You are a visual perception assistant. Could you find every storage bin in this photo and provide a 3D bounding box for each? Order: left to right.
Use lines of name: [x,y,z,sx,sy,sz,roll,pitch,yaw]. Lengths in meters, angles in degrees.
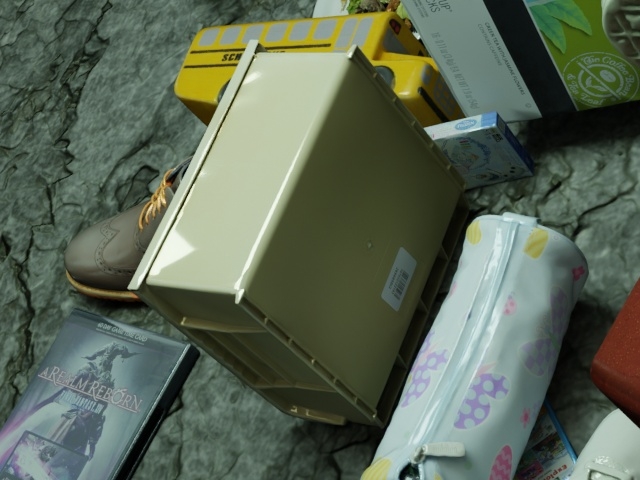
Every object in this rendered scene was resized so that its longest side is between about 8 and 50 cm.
storage bin: [0.000,0.000,1.226,0.123,0.260,0.262,4,61,39]

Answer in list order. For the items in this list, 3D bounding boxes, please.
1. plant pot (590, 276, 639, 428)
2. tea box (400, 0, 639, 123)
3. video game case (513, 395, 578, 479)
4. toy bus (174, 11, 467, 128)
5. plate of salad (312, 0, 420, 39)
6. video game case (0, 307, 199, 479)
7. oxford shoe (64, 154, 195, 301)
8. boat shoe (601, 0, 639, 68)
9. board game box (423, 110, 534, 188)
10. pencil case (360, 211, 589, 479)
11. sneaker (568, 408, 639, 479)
plant pot: [0.353,0.085,0.928,0.236,0.267,0.267,14,67,54]
tea box: [0.277,-0.310,1.252,0.323,0.220,0.329,-8,44,33]
video game case: [0.148,0.174,1.166,0.119,0.015,0.166,-32,45,11]
toy bus: [0.001,-0.166,1.458,0.333,0.108,0.130,2,61,37]
plate of salad: [0.072,-0.289,1.545,0.200,0.048,0.200,-19,49,23]
video game case: [-0.264,0.210,1.429,0.196,0.026,0.274,12,67,41]
oxford shoe: [-0.145,-0.033,1.446,0.364,0.133,0.130,-17,50,25]
boat shoe: [0.436,-0.118,0.903,0.500,0.187,0.156,24,69,1]
board game box: [0.147,-0.084,1.305,0.090,0.090,0.020,-12,54,28]
pencil case: [0.129,0.112,1.126,0.113,0.124,0.273,8,62,39]
sneaker: [0.205,0.217,1.030,0.080,0.094,0.212,16,71,34]
